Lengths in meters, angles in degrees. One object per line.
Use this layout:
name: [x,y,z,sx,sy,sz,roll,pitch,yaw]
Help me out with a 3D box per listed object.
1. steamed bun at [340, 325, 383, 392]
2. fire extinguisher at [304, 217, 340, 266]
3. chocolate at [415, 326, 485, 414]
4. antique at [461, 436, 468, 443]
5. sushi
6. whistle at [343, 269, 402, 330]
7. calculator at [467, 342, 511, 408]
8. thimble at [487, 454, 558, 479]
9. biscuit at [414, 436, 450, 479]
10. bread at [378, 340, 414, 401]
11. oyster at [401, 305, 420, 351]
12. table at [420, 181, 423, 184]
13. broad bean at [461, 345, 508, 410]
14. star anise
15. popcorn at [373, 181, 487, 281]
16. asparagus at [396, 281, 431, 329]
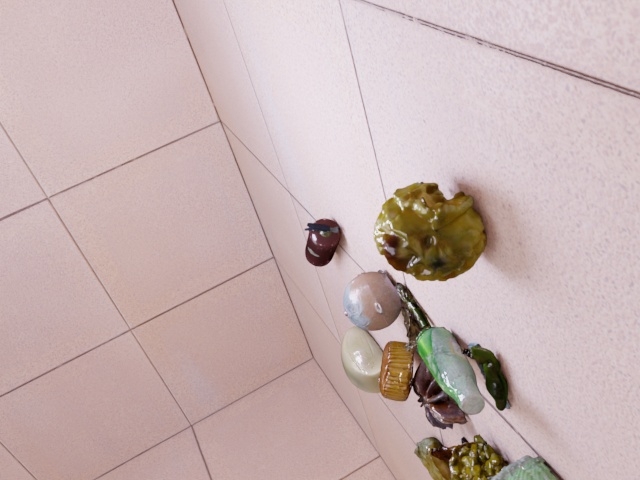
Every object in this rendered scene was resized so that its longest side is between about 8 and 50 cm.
steamed bun: [0.169,0.484,2.488,0.250,0.154,0.200,50,163,38]
fire extinguisher: [0.000,0.000,2.222,0.337,0.135,0.115,109,161,-72]
chocolate: [0.317,0.313,1.485,0.291,0.110,0.110,-111,-2,-70]
antique: [0.489,0.675,1.885,0.192,0.015,0.031,47,160,51]
sushi: [0.444,0.651,1.719,0.179,0.167,0.296,44,-175,-27]
whistle: [0.145,0.179,1.945,0.348,0.189,0.189,-123,8,-80]
calculator: [0.405,0.326,1.492,0.172,0.018,0.057,64,167,2]
thimble: [0.491,0.617,1.429,0.219,0.150,0.219,58,167,21]
biscuit: [0.439,0.847,2.340,0.329,0.078,0.335,64,169,-17]
bread: [0.238,0.412,1.965,0.199,0.104,0.199,6,-90,-84]
oyster: [0.271,0.272,1.846,0.105,0.056,0.177,-107,4,-54]
table: [0.203,-0.063,1.343,0.083,0.082,0.070,59,167,20]
broad bean: [0.392,0.308,1.419,0.195,0.061,0.046,55,-157,-19]
star anise: [0.355,0.487,1.892,0.236,0.093,0.229,34,144,59]
popcorn: [0.212,-0.020,1.197,0.169,0.217,0.189,-65,-22,-58]
asparagus: [0.258,0.182,1.746,0.165,0.036,0.030,57,159,30]
